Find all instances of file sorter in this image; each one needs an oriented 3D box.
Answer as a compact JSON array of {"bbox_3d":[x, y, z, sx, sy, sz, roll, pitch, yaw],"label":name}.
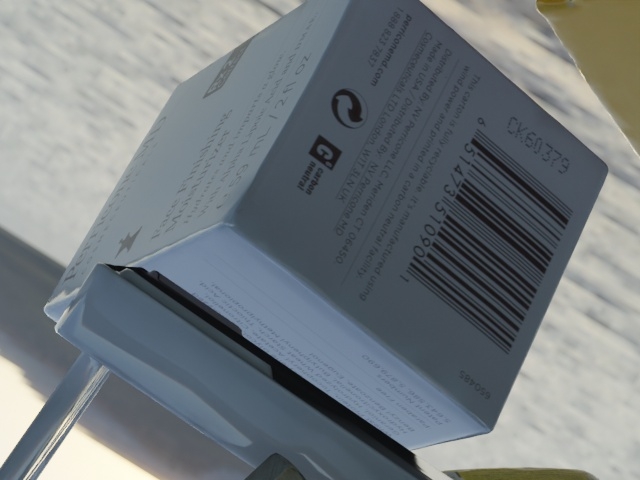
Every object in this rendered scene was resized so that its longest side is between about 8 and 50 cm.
[{"bbox_3d":[-0.024,0.129,0.513,0.193,0.173,0.278,35,177,-3],"label":"file sorter"}]

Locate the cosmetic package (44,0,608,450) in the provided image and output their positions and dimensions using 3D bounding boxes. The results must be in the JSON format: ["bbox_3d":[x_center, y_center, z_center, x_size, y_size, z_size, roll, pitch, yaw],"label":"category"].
[{"bbox_3d":[0.000,0.000,0.828,0.151,0.151,0.184,39,149,-19],"label":"cosmetic package"}]

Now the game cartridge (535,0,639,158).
[{"bbox_3d":[0.305,-0.072,1.000,0.285,0.052,0.323,2,152,34],"label":"game cartridge"}]

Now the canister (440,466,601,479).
[{"bbox_3d":[0.113,0.168,0.898,0.126,0.073,0.170,0,-170,-8],"label":"canister"}]

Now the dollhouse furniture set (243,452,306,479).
[{"bbox_3d":[0.003,0.149,0.284,0.101,0.161,0.182,54,165,-28],"label":"dollhouse furniture set"}]
